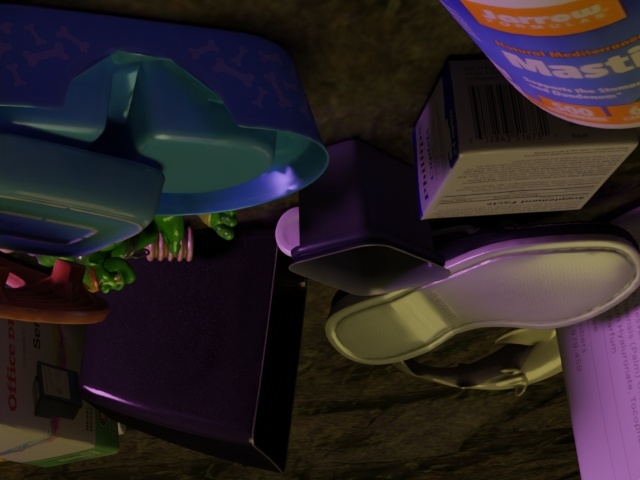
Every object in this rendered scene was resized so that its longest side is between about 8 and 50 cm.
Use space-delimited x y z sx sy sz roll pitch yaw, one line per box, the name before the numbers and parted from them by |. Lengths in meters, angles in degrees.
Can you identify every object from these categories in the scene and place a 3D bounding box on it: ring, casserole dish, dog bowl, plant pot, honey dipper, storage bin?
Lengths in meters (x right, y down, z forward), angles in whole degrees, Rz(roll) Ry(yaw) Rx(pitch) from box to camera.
ring | -0.297 -0.004 1.029 0.337 0.032 0.336 15 -179 0
casserole dish | -0.180 -0.024 0.976 0.114 0.037 0.188 -21 157 40
dog bowl | -0.139 -0.079 0.998 0.297 0.074 0.166 3 161 -29
plant pot | -0.113 0.095 1.426 0.167 0.187 0.188 5 165 9
honey dipper | -0.187 0.001 1.330 0.161 0.030 0.030 2 162 -11
storage bin | 0.029 -0.017 1.232 0.098 0.091 0.135 -15 160 27

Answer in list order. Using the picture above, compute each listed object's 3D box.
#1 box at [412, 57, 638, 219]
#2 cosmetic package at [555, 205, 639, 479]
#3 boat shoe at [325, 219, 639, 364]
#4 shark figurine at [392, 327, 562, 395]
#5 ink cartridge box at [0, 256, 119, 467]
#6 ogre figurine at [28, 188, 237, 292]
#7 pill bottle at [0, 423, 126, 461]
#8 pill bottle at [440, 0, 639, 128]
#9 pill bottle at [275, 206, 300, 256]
box | 0.138 -0.071 1.121 0.126 0.072 0.137 -3 162 -10
cosmetic package | 0.458 0.110 1.398 0.329 0.327 0.394 4 160 -30
boat shoe | 0.142 0.026 1.425 0.303 0.091 0.114 -12 130 25
shark figurine | 0.205 0.100 1.686 0.278 0.116 0.166 -21 125 20
ink cartridge box | -0.272 0.112 1.441 0.093 0.154 0.212 -12 162 20
ogre figurine | -0.143 -0.017 1.178 0.118 0.096 0.197 -15 -168 -29
pill bottle | -0.314 0.172 1.689 0.208 0.117 0.117 -6 163 0
pill bottle | 0.107 -0.156 0.694 0.152 0.152 0.272 -12 163 20
pill bottle | 0.000 0.000 1.358 0.043 0.043 0.083 -15 162 26
